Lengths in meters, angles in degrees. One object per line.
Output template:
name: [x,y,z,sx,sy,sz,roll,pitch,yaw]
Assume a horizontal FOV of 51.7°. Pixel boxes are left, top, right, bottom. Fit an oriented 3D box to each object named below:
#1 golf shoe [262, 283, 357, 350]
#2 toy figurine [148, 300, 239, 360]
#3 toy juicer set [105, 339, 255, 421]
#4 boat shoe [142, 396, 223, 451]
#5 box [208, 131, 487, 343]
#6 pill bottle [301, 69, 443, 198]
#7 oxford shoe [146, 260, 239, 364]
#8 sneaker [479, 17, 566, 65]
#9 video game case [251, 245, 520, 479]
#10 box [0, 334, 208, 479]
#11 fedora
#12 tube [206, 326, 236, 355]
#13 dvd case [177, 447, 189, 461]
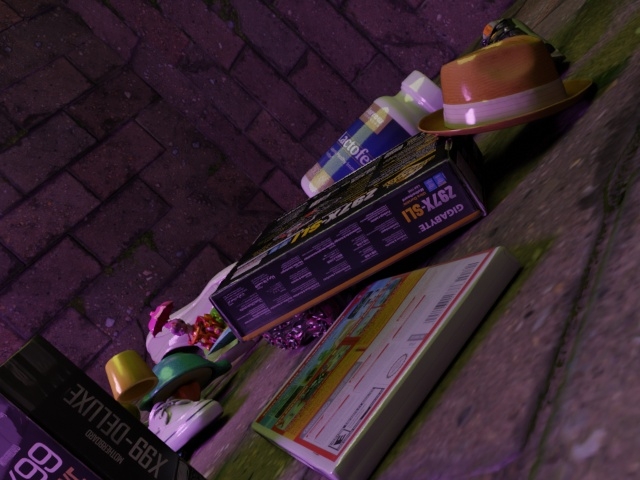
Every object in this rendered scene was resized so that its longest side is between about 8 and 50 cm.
golf shoe: [-0.019,0.094,0.882,0.186,0.067,0.086,-25,15,49]
toy figurine: [-0.274,0.185,1.372,0.173,0.159,0.130,26,99,57]
toy juicer set: [-0.260,0.268,1.132,0.209,0.089,0.329,-46,-24,21]
boat shoe: [-0.226,0.276,0.988,0.083,0.075,0.226,-30,-10,-48]
box: [0.043,-0.025,0.819,0.322,0.079,0.257,-30,14,21]
pill bottle: [0.107,-0.140,1.088,0.264,0.153,0.153,-47,6,8]
oxford shoe: [-0.252,0.192,1.657,0.449,0.169,0.130,-38,50,15]
sneaker: [0.276,-0.267,0.959,0.100,0.108,0.271,-43,8,22]
video game case: [0.037,0.104,0.581,0.204,0.025,0.285,-49,6,-18]
box: [-0.276,0.269,0.667,0.307,0.242,0.076,-43,7,31]
fedora: [0.193,-0.174,0.724,0.194,0.079,0.194,-16,17,5]
tube: [-0.144,0.154,1.278,0.080,0.052,0.207,-53,-6,31]
dvd case: [-0.222,0.342,0.910,0.087,0.013,0.119,-47,6,2]
